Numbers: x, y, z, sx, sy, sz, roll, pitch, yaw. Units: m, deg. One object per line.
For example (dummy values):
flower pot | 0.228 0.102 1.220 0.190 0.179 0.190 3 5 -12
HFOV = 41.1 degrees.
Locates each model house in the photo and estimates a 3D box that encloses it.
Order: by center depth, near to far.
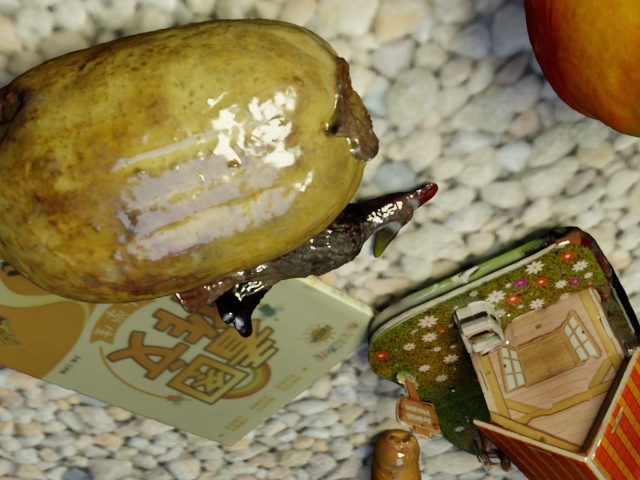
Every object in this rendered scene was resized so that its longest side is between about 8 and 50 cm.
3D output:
model house | 0.186 0.154 0.696 0.207 0.154 0.294 -27 136 15

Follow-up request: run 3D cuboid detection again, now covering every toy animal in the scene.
toy animal | -0.007 0.004 0.580 0.202 0.070 0.105 -21 169 -16

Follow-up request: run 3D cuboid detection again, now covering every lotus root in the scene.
lotus root | -0.099 -0.039 0.478 0.260 0.128 0.145 -17 98 4

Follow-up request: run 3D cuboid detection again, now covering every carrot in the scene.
carrot | 0.077 0.253 0.849 0.060 0.060 0.186 -5 134 -4

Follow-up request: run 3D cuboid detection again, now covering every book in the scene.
book | -0.123 0.063 0.660 0.295 0.020 0.208 29 123 -32

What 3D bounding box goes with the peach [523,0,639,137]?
peach | 0.218 -0.138 0.392 0.244 0.199 0.243 7 119 13
